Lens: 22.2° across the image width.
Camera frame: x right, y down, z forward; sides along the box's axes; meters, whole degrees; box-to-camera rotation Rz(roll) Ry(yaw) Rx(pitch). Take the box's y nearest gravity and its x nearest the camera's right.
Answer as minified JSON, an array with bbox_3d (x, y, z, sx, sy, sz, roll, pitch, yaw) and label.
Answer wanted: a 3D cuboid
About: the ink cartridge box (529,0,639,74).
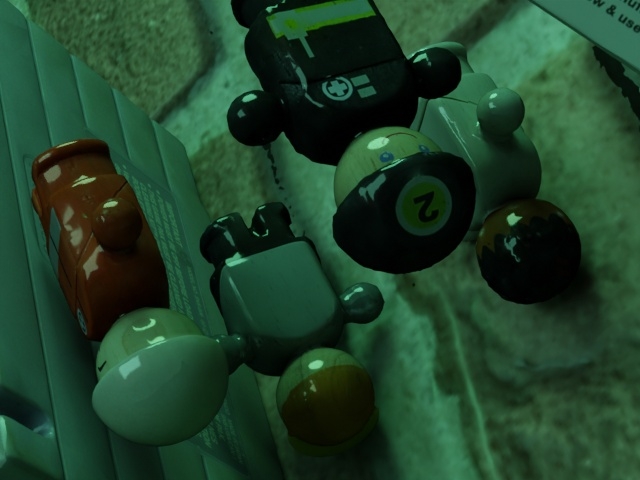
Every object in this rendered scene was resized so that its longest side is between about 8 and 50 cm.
[{"bbox_3d":[0.187,-0.204,0.628,0.273,0.114,0.197,-55,7,21],"label":"ink cartridge box"}]

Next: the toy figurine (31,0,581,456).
[{"bbox_3d":[0.000,0.000,0.735,0.213,0.209,0.148,-38,60,18],"label":"toy figurine"}]

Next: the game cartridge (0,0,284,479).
[{"bbox_3d":[-0.120,0.028,0.831,0.068,0.230,0.355,-32,46,13],"label":"game cartridge"}]
